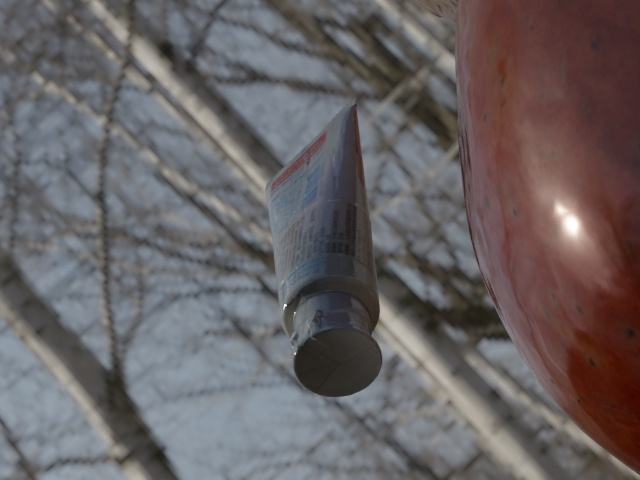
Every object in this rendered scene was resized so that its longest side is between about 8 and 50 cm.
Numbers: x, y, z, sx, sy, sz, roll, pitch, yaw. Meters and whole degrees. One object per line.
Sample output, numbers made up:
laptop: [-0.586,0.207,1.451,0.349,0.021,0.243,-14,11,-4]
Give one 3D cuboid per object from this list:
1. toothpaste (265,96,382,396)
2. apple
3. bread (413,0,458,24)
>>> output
toothpaste: [0.000,0.000,1.155,0.057,0.234,0.089,35,-64,-27]
apple: [0.152,-0.039,0.565,0.234,0.234,0.234,-35,-25,-19]
bread: [0.062,-0.229,1.185,0.123,0.230,0.230,-53,-25,4]
